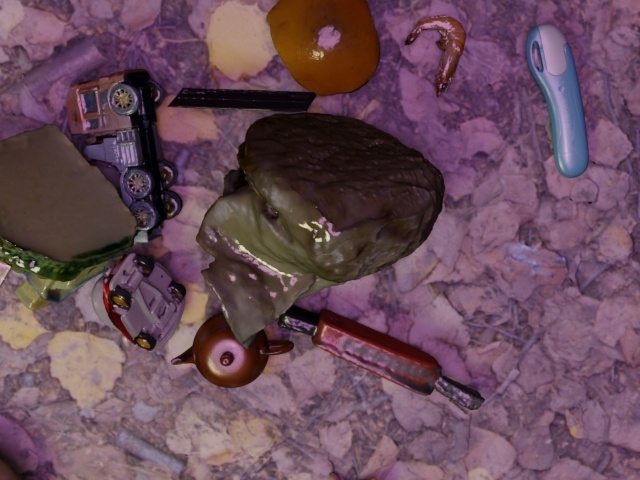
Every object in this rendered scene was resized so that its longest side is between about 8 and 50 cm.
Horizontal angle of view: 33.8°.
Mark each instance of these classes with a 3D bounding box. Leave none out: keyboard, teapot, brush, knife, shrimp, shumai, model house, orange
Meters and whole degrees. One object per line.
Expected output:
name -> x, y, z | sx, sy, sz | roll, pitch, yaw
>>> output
keyboard -> -0.108, -0.193, 1.452 | 0.198, 0.063, 0.010 | 4, 122, 13
teapot -> -0.123, 0.158, 1.491 | 0.173, 0.116, 0.116 | -5, 97, 1
brush -> 0.090, 0.163, 1.512 | 0.323, 0.070, 0.051 | 26, 98, -5
knife -> 0.335, -0.196, 1.481 | 0.064, 0.031, 0.222 | -15, 100, -1
shrimp -> 0.157, -0.260, 1.479 | 0.083, 0.023, 0.114 | 12, 92, 2
shumai -> 0.000, 0.000, 1.424 | 0.292, 0.330, 0.288 | 34, 121, 33
model house -> -0.385, -0.004, 1.392 | 0.214, 0.195, 0.189 | 48, 132, 5
orange -> 0.011, -0.280, 1.440 | 0.170, 0.112, 0.160 | 19, 97, -13

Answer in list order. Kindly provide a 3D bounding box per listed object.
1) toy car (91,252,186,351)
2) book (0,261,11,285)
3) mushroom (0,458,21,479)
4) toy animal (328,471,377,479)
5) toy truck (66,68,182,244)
toy car -> -0.271, 0.081, 1.482 | 0.112, 0.112, 0.139 | 2, 139, 35
book -> -0.514, 0.040, 1.528 | 0.111, 0.014, 0.077 | 33, 97, -3
mushroom -> -0.524, 0.404, 1.493 | 0.227, 0.178, 0.226 | -2, 102, -8
toy animal -> 0.039, 0.370, 1.544 | 0.083, 0.060, 0.081 | 16, 137, -2
toy truck -> -0.285, -0.103, 1.465 | 0.140, 0.108, 0.256 | -6, 100, 15
